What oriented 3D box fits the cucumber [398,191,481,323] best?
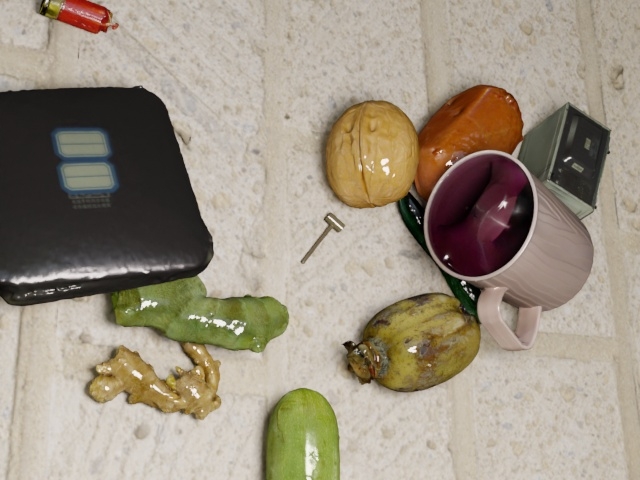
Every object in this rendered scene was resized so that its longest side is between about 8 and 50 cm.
[{"bbox_3d":[0.221,0.028,1.946,0.056,0.056,0.284,-33,89,-31],"label":"cucumber"}]

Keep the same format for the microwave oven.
[{"bbox_3d":[0.456,-0.128,2.053,0.129,0.163,0.205,31,57,-14],"label":"microwave oven"}]

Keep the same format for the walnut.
[{"bbox_3d":[0.091,-0.152,1.889,0.165,0.165,0.197,16,70,-19],"label":"walnut"}]

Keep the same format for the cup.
[{"bbox_3d":[0.336,0.020,1.843,0.273,0.208,0.288,29,34,-50],"label":"cup"}]

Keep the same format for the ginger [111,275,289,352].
[{"bbox_3d":[-0.191,0.103,1.689,0.290,0.089,0.137,15,24,-4],"label":"ginger"}]

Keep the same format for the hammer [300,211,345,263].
[{"bbox_3d":[0.000,0.000,1.870,0.035,0.019,0.110,41,61,-6],"label":"hammer"}]

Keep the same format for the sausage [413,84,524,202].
[{"bbox_3d":[0.265,-0.171,1.981,0.268,0.153,0.141,-50,117,-29],"label":"sausage"}]

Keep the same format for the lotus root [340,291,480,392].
[{"bbox_3d":[0.144,0.178,1.798,0.278,0.154,0.154,-18,79,-32],"label":"lotus root"}]

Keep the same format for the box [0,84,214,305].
[{"bbox_3d":[-0.367,-0.078,1.654,0.359,0.091,0.350,-8,63,-28],"label":"box"}]

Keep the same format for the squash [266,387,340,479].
[{"bbox_3d":[-0.026,0.407,1.642,0.118,0.118,0.371,9,69,-22],"label":"squash"}]

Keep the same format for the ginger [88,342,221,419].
[{"bbox_3d":[-0.237,0.214,1.652,0.176,0.052,0.193,44,57,2],"label":"ginger"}]

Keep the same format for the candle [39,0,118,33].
[{"bbox_3d":[-0.400,-0.380,1.809,0.130,0.052,0.052,16,64,-20],"label":"candle"}]
